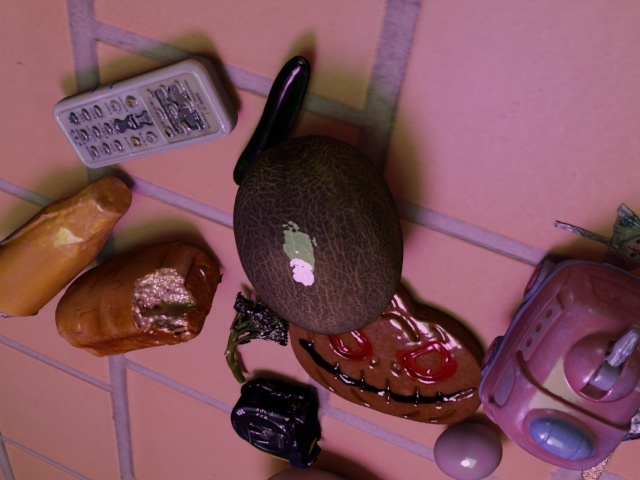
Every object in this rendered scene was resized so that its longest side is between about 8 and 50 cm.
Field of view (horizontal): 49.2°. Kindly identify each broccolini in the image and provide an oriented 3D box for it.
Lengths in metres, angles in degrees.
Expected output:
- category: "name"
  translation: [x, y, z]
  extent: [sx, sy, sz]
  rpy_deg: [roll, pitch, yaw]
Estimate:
- category: "broccolini"
  translation: [-0.126, 0.211, 1.383]
  extent: [0.123, 0.062, 0.272]
  rpy_deg: [31, 138, 14]

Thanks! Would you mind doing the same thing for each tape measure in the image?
- category: "tape measure"
  translation: [-0.097, 0.381, 1.464]
  extent: [0.186, 0.112, 0.199]
  rpy_deg: [12, 130, 22]

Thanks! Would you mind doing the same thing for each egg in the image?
- category: "egg"
  translation: [0.267, 0.385, 1.274]
  extent: [0.135, 0.103, 0.103]
  rpy_deg: [-26, 111, 41]

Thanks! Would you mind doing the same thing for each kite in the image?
- category: "kite"
  translation: [0.398, 0.005, 0.964]
  extent: [0.152, 0.005, 0.137]
  rpy_deg: [13, 130, 20]

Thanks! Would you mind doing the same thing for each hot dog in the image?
- category: "hot dog"
  translation: [0.479, 0.376, 1.204]
  extent: [0.030, 0.034, 0.090]
  rpy_deg: [26, 116, 22]

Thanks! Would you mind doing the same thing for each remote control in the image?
- category: "remote control"
  translation: [-0.284, -0.201, 1.117]
  extent: [0.335, 0.066, 0.128]
  rpy_deg: [-7, 120, 32]

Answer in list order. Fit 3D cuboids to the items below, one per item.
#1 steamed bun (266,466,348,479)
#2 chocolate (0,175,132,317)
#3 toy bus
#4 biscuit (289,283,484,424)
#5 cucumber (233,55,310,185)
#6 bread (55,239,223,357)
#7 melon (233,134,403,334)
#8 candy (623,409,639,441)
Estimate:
- category: "steamed bun"
  translation: [-0.004, 0.668, 1.510]
  extent: [0.373, 0.334, 0.334]
  rpy_deg: [38, 134, 3]
- category: "chocolate"
  translation: [-0.510, 0.000, 1.364]
  extent: [0.445, 0.162, 0.162]
  rpy_deg: [-32, 107, 37]
- category: "toy bus"
  translation: [0.344, 0.178, 0.946]
  extent: [0.197, 0.232, 0.294]
  rpy_deg: [28, 110, 6]
- category: "biscuit"
  translation: [0.112, 0.196, 1.234]
  extent: [0.367, 0.063, 0.314]
  rpy_deg: [14, 132, 19]
- category: "cucumber"
  translation: [-0.072, -0.169, 1.042]
  extent: [0.056, 0.056, 0.284]
  rpy_deg: [34, 137, -1]
- category: "bread"
  translation: [-0.355, 0.108, 1.322]
  extent: [0.343, 0.195, 0.149]
  rpy_deg: [-17, 137, 37]
- category: "melon"
  translation: [0.000, 0.000, 1.009]
  extent: [0.237, 0.237, 0.302]
  rpy_deg: [0, 127, 28]
- category: "candy"
  translation: [0.477, 0.257, 1.087]
  extent: [0.275, 0.070, 0.145]
  rpy_deg: [-19, 107, 40]
